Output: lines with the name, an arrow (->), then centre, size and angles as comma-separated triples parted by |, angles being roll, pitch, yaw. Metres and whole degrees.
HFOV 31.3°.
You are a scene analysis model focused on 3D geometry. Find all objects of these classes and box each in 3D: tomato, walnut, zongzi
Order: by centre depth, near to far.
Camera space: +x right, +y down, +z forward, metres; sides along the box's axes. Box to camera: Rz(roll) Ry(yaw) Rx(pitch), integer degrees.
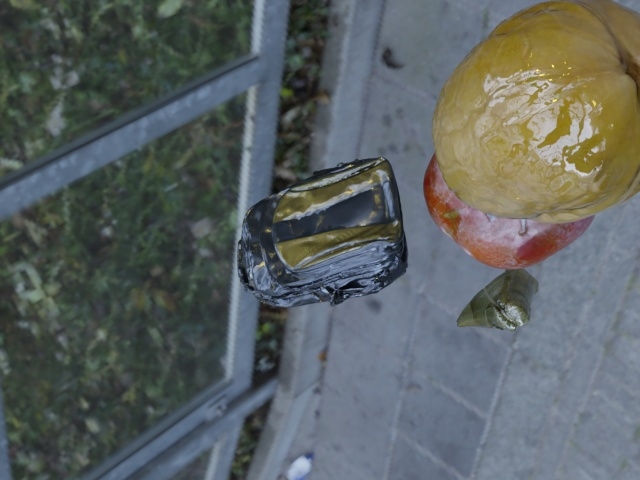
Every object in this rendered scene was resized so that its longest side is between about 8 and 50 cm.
walnut -> 0.195, -0.106, 0.956 | 0.193, 0.193, 0.225 | 57, 163, -1
tomato -> 0.261, -0.074, 1.516 | 0.232, 0.188, 0.232 | 1, 93, 28
zongzi -> 0.288, 0.130, 1.962 | 0.176, 0.160, 0.078 | -37, 95, 26

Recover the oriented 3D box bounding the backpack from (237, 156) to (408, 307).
backpack -> 0.000, 0.000, 1.569 | 0.258, 0.206, 0.133 | -15, 147, 13
